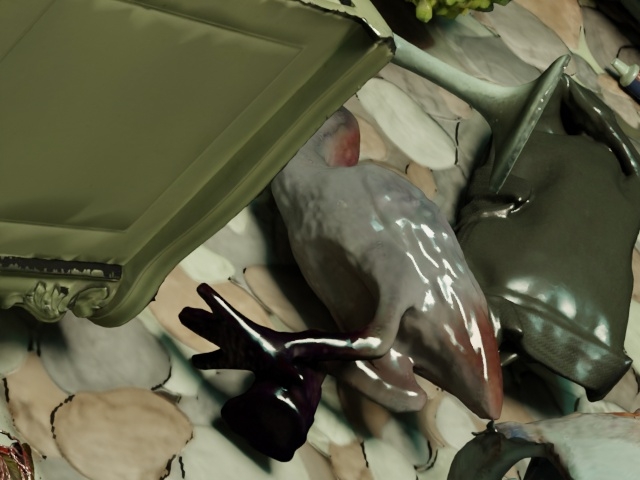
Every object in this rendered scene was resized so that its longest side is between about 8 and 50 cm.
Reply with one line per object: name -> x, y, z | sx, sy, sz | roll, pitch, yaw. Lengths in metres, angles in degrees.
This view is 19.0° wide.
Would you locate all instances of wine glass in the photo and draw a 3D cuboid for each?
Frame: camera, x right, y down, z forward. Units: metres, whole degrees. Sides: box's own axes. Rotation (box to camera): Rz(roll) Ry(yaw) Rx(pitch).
wine glass -> 0.038, -0.214, 1.223 | 0.309, 0.096, 0.264 | 29, 73, 5

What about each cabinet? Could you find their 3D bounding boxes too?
cabinet -> -0.191, -0.135, 0.875 | 0.318, 0.227, 0.290 | 5, 46, -57

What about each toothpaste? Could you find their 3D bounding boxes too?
toothpaste -> 0.293, -0.107, 1.592 | 0.140, 0.021, 0.037 | 38, 37, -15

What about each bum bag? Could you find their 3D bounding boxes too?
bum bag -> 0.160, 0.000, 1.303 | 0.142, 0.080, 0.326 | 33, 39, -5

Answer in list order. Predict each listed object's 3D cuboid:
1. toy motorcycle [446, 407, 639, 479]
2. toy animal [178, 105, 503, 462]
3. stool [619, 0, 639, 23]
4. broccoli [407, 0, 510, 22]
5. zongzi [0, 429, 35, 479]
toy motorcycle -> 0.136, 0.234, 0.943 | 0.241, 0.182, 0.319 | 49, 23, -48
toy animal -> 0.020, -0.001, 1.142 | 0.195, 0.090, 0.324 | 23, 38, -15
stool -> 0.420, -0.223, 1.613 | 0.330, 0.297, 0.297 | 53, 35, 4
broccoli -> 0.033, -0.300, 1.345 | 0.353, 0.275, 0.397 | 15, 5, 40
zongzi -> -0.156, 0.110, 0.865 | 0.083, 0.073, 0.067 | 18, 62, -32
